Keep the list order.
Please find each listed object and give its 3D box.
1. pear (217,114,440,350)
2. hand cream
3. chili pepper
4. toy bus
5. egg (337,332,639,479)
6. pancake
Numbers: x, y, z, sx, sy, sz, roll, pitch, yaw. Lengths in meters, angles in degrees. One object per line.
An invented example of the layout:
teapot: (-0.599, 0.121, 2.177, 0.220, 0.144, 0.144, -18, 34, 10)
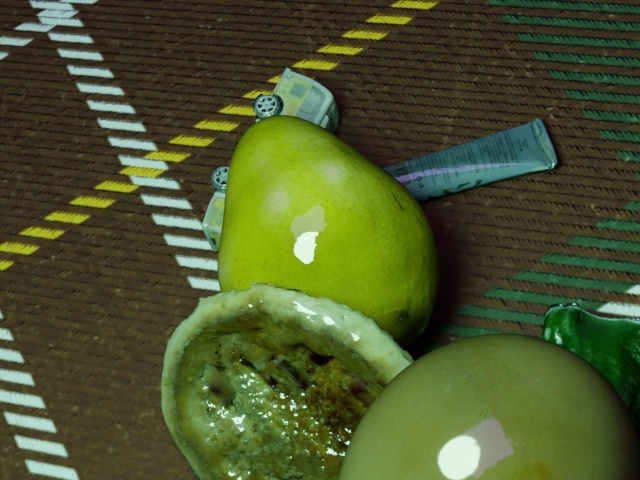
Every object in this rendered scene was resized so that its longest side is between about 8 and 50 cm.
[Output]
pear: (0.006, -0.002, 1.949, 0.284, 0.285, 0.336, -10, 81, 13)
hand cream: (0.179, -0.095, 2.095, 0.256, 0.055, 0.088, -17, 48, 5)
chili pepper: (0.304, 0.208, 1.842, 0.136, 0.099, 0.270, 18, 58, 0)
toy bus: (-0.066, -0.102, 2.162, 0.106, 0.092, 0.268, 21, 68, 19)
egg: (0.164, 0.271, 1.646, 0.301, 0.301, 0.374, 44, 112, 34)
pancake: (-0.030, 0.198, 1.848, 0.356, 0.356, 0.065, 6, 27, 22)
